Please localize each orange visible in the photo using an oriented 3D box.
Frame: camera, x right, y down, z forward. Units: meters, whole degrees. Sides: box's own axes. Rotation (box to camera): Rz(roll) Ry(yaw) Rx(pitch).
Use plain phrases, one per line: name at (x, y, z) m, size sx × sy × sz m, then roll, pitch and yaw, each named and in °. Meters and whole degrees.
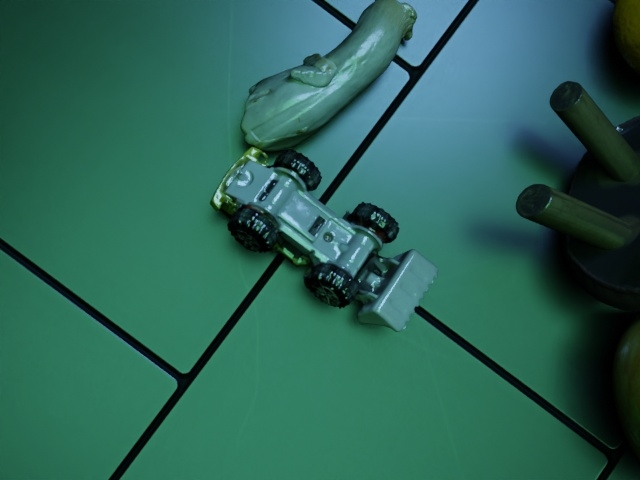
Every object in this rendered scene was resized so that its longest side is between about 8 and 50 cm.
orange at (0.461, -0.282, 1.406) m, size 0.177 × 0.155 × 0.178 m, roll 0°, pitch 91°, yaw -8°

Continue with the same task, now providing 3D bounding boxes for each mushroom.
mushroom at (0.013, -0.209, 1.391) m, size 0.278 × 0.096 × 0.099 m, roll -39°, pitch 118°, yaw -7°

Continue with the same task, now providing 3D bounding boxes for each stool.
stool at (0.380, -0.069, 1.297) m, size 0.178 × 0.272 × 0.272 m, roll 40°, pitch 79°, yaw -39°

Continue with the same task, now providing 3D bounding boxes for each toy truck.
toy truck at (0.000, 0.000, 1.354) m, size 0.286 × 0.111 × 0.136 m, roll 36°, pitch 66°, yaw -3°

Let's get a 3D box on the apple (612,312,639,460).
apple at (0.482, 0.187, 1.309) m, size 0.264 × 0.264 × 0.264 m, roll 1°, pitch 84°, yaw -5°
